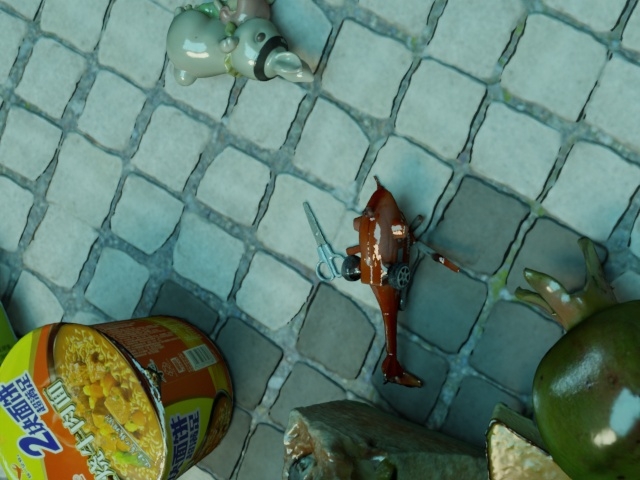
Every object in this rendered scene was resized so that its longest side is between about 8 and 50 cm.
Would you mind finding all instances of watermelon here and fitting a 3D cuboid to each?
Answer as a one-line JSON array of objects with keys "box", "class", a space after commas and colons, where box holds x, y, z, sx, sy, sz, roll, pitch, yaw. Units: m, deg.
[{"box": [0.030, 0.273, 1.296, 0.151, 0.302, 0.264, 6, 75, 40], "class": "watermelon"}]

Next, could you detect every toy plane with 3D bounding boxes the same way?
[{"box": [0.058, 0.046, 1.371, 0.126, 0.077, 0.194, 30, 119, 29], "class": "toy plane"}]

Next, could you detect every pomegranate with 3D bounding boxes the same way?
[{"box": [0.252, 0.107, 1.231, 0.181, 0.181, 0.224, -42, 62, 25], "class": "pomegranate"}]

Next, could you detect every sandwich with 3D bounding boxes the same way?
[{"box": [0.204, 0.263, 1.311, 0.193, 0.058, 0.162, 31, 109, 4], "class": "sandwich"}]

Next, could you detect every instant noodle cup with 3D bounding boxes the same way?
[{"box": [-0.196, 0.169, 1.455, 0.213, 0.174, 0.213, 5, 100, 27], "class": "instant noodle cup"}]

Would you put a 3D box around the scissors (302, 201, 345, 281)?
[{"box": [0.000, 0.000, 1.426, 0.036, 0.006, 0.083, -24, 87, 28], "class": "scissors"}]

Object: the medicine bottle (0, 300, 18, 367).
[{"box": [-0.397, 0.132, 1.569, 0.139, 0.139, 0.225, -25, 86, 27], "class": "medicine bottle"}]

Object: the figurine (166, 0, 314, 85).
[{"box": [-0.075, -0.200, 1.393, 0.146, 0.081, 0.098, 1, 98, 27], "class": "figurine"}]
